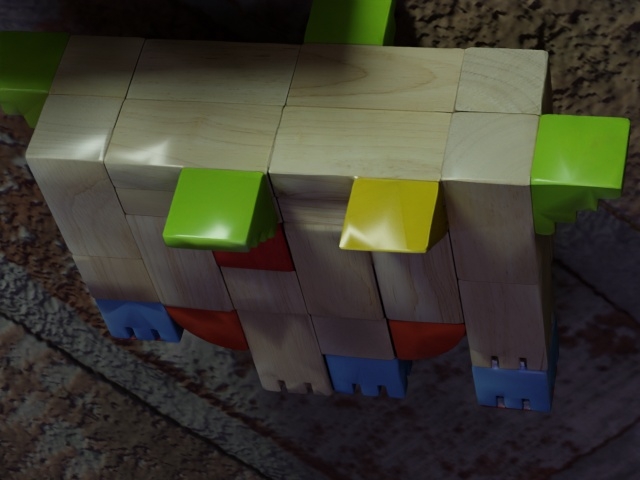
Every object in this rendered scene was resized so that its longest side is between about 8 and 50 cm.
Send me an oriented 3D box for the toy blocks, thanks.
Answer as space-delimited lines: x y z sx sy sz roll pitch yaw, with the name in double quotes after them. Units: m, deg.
0.000 0.000 1.034 0.381 0.190 0.261 4 145 14 "toy blocks"
